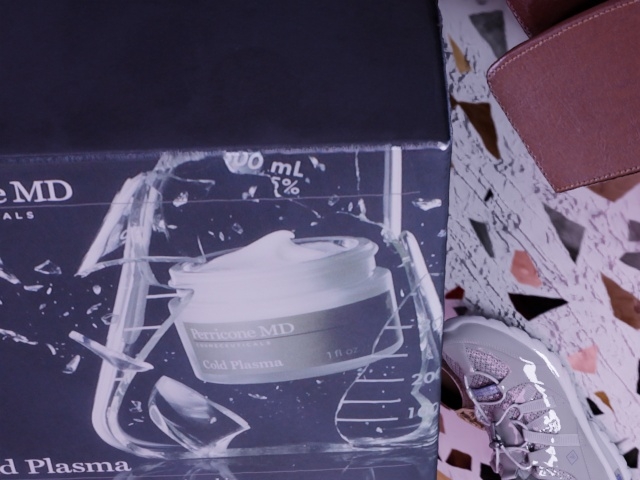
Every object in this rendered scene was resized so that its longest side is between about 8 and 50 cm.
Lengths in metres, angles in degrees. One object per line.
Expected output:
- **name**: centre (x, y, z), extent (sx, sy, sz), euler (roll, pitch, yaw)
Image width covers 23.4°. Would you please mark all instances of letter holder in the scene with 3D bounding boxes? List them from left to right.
- **letter holder**: centre (0.257, -0.187, 1.117), extent (0.302, 0.152, 0.214), euler (-16, 115, 52)

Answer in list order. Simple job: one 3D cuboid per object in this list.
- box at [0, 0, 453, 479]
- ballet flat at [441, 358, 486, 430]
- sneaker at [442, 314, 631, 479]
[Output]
- **box**: centre (-0.133, 0.000, 1.400), extent (0.480, 0.297, 0.471), euler (-3, 134, 0)
- **ballet flat**: centre (0.106, 0.131, 1.711), extent (0.250, 0.058, 0.084), euler (44, 147, -3)
- **sneaker**: centre (0.216, 0.196, 1.621), extent (0.281, 0.115, 0.105), euler (48, 146, -10)
